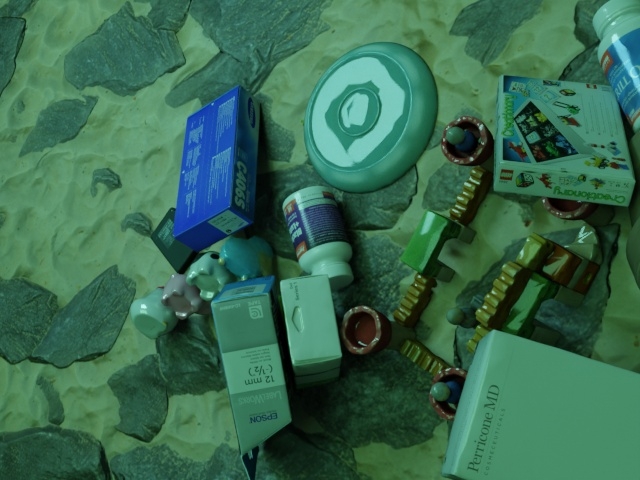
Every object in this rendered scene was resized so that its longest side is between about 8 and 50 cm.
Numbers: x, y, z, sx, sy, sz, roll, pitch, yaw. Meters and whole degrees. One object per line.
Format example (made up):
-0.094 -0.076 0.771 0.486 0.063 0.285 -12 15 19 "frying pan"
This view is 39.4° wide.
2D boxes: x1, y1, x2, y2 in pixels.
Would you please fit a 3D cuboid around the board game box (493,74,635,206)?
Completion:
0.370 -0.164 1.390 0.193 0.305 0.053 8 126 7 "board game box"

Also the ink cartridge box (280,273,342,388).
-0.018 0.172 1.655 0.093 0.219 0.160 -9 71 -4 "ink cartridge box"

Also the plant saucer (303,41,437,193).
0.086 -0.253 1.792 0.318 0.044 0.317 -8 75 34 "plant saucer"

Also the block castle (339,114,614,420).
0.253 0.050 1.492 0.303 0.213 0.453 34 100 36 "block castle"

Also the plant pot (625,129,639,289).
0.554 -0.062 1.301 0.263 0.263 0.229 -33 43 26 "plant pot"

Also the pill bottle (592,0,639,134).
0.518 -0.280 1.426 0.124 0.124 0.221 -31 60 27 "pill bottle"

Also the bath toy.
-0.257 0.104 1.914 0.348 0.151 0.129 -29 26 31 "bath toy"

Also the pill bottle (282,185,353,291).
0.000 0.000 1.755 0.108 0.108 0.193 -31 63 27 "pill bottle"

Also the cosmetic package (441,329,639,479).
0.383 0.285 1.250 0.385 0.156 0.217 15 77 2 "cosmetic package"

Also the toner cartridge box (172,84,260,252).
-0.217 -0.157 1.903 0.165 0.075 0.347 -25 47 29 "toner cartridge box"

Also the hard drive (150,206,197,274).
-0.330 0.001 2.052 0.094 0.022 0.135 -53 55 14 "hard drive"

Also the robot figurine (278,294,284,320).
-0.118 0.146 1.834 0.115 0.067 0.101 -17 98 32 "robot figurine"

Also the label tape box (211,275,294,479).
-0.110 0.255 1.672 0.115 0.249 0.347 -12 95 0 "label tape box"
